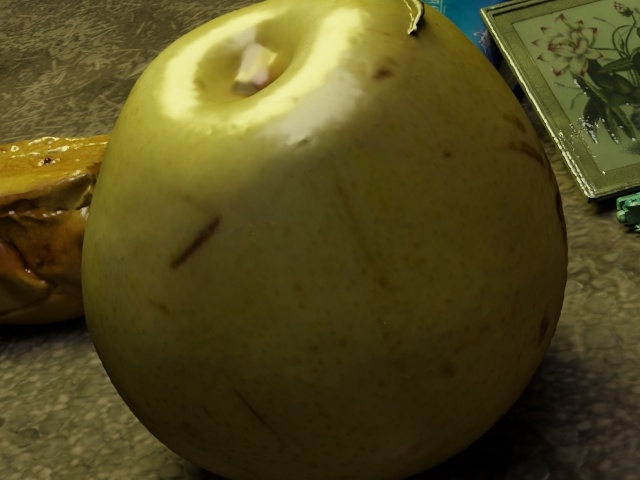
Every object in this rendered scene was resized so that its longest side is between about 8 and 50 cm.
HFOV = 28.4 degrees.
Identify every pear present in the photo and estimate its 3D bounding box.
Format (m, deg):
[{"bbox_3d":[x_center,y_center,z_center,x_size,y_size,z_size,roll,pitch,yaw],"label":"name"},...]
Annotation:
[{"bbox_3d":[0.000,0.000,0.778,0.309,0.309,0.309,-12,29,6],"label":"pear"}]

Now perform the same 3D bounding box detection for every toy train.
[{"bbox_3d":[0.272,-0.033,0.974,0.092,0.029,0.045,-14,21,4],"label":"toy train"}]

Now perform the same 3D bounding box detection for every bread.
[{"bbox_3d":[-0.288,-0.004,1.084,0.294,0.132,0.167,-9,29,14],"label":"bread"}]

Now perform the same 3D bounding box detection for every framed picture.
[{"bbox_3d":[0.255,-0.139,1.074,0.173,0.010,0.231,-17,55,-10],"label":"framed picture"}]

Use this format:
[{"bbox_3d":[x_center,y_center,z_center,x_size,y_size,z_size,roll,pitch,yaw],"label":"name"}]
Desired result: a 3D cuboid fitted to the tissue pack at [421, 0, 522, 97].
[{"bbox_3d":[0.106,-0.209,1.235,0.209,0.137,0.269,11,37,22],"label":"tissue pack"}]
